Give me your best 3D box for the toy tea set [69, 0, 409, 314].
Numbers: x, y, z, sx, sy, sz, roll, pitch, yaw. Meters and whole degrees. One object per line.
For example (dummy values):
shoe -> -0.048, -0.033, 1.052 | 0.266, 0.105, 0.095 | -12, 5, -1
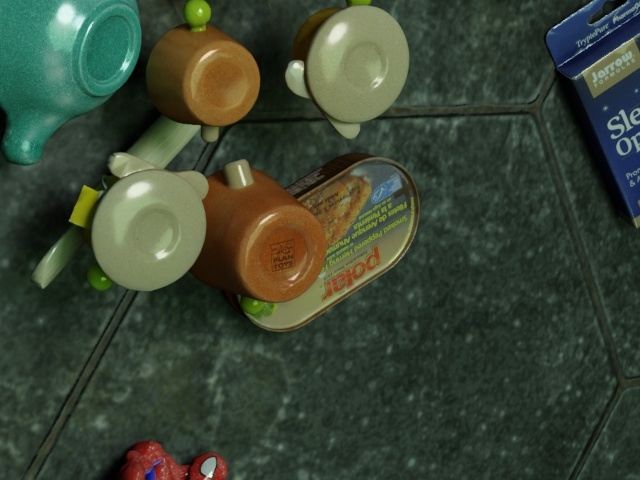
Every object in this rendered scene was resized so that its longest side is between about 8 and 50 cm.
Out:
toy tea set -> -0.057, -0.106, 1.113 | 0.200, 0.124, 0.336 | 23, 92, -34

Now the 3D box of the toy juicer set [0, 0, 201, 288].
toy juicer set -> -0.156, -0.155, 1.076 | 0.209, 0.089, 0.329 | -35, 137, -47

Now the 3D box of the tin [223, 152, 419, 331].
tin -> 0.000, 0.000, 1.257 | 0.189, 0.040, 0.106 | -31, 117, -25

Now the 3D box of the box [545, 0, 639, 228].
box -> 0.306, -0.134, 1.420 | 0.136, 0.036, 0.225 | -34, 122, -4

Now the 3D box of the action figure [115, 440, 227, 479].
action figure -> -0.171, 0.234, 1.146 | 0.280, 0.139, 0.091 | -23, 118, -32
